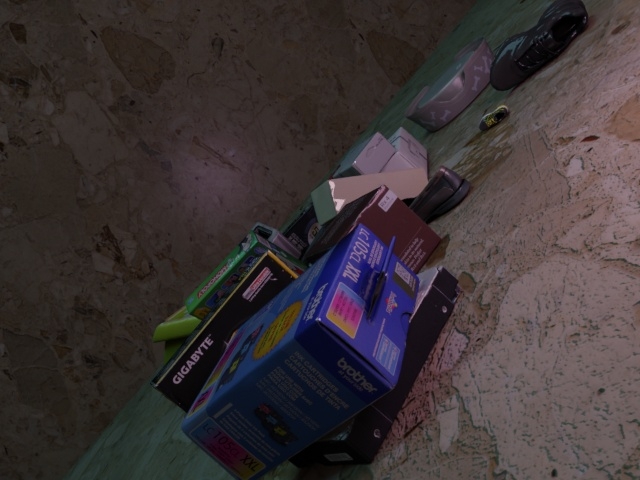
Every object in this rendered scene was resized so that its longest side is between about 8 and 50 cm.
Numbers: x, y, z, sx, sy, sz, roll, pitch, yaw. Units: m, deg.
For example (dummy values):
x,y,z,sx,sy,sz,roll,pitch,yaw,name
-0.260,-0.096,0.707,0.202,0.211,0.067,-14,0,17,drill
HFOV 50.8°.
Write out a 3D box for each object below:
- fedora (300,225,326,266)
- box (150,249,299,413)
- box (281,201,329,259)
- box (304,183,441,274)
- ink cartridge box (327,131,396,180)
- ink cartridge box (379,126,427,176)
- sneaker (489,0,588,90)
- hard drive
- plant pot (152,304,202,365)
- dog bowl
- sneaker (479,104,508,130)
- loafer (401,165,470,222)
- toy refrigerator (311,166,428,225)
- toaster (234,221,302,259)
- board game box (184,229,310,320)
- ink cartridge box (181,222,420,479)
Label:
x,y,z,sx,sy,sz,roll,pitch,yaw,name
-0.008,0.113,1.616,0.276,0.124,0.244,-59,6,3,fedora
-0.113,0.223,1.265,0.322,0.257,0.079,-50,13,-18,box
0.000,0.000,1.874,0.147,0.180,0.077,-45,9,13,box
0.103,0.016,1.399,0.168,0.167,0.203,-51,10,-19,box
0.110,-0.204,1.822,0.127,0.072,0.175,-52,12,-20,ink cartridge box
0.197,-0.187,1.938,0.207,0.117,0.283,-45,11,22,ink cartridge box
0.538,-0.483,1.676,0.286,0.109,0.130,-46,16,25,sneaker
0.077,0.203,1.090,0.339,0.064,0.237,-53,11,-32,hard drive
-0.249,0.244,1.625,0.228,0.207,0.227,-16,13,32,plant pot
0.431,-0.497,2.187,0.349,0.102,0.349,-46,10,11,dog bowl
0.421,-0.298,1.649,0.083,0.031,0.035,-42,12,31,sneaker
0.219,-0.082,1.520,0.267,0.084,0.096,-38,14,45,loafer
0.125,-0.101,1.604,0.269,0.094,0.102,-11,-9,-28,toy refrigerator
-0.152,0.057,1.748,0.168,0.110,0.185,-52,33,-10,toaster
-0.099,0.133,1.443,0.213,0.317,0.046,-46,40,12,board game box
-0.004,0.155,1.022,0.395,0.151,0.270,-40,12,31,ink cartridge box
